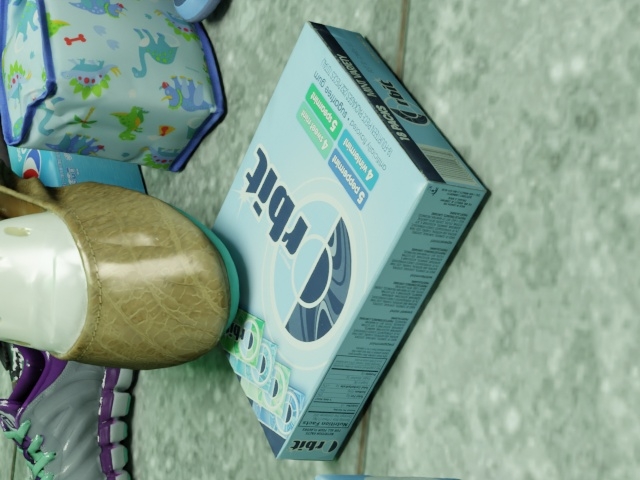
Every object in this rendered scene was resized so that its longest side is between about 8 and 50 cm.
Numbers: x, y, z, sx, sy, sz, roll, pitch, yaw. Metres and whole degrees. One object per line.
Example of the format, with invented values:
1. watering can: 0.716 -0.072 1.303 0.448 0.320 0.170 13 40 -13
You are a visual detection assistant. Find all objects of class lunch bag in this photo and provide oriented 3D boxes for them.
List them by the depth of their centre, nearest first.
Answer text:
1. lunch bag: -0.149 -0.131 0.918 0.096 0.129 0.151 -44 50 44

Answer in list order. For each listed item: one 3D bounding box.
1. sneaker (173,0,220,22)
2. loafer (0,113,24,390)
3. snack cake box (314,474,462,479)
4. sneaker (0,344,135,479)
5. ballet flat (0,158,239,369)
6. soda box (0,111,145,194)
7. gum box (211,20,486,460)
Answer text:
1. sneaker: -0.083 -0.217 0.898 0.053 0.059 0.144 18 100 55
2. loafer: -0.265 0.010 1.083 0.109 0.095 0.302 107 152 -48
3. snack cake box: 0.085 0.203 0.523 0.264 0.089 0.152 17 97 57
4. sneaker: -0.186 0.153 0.943 0.083 0.098 0.223 -23 64 53
5. ballet flat: -0.194 0.009 0.846 0.342 0.124 0.116 21 110 48
6. soda box: -0.189 -0.074 1.020 0.067 0.071 0.210 -52 43 38
7. gum box: 0.000 0.000 0.741 0.184 0.041 0.157 -63 38 27
